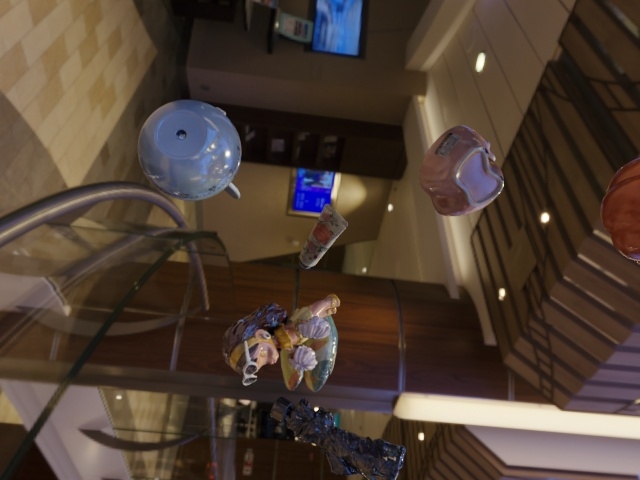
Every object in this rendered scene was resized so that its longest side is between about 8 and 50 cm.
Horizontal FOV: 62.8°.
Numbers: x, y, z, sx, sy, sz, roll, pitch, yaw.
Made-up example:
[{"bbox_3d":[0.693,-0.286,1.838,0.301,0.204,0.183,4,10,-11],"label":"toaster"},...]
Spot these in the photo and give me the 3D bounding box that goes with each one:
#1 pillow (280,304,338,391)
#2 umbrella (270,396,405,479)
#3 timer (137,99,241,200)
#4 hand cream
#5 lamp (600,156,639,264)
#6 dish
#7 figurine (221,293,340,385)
[{"bbox_3d":[-0.031,0.271,1.321,0.233,0.086,0.214,-18,-115,55],"label":"pillow"},{"bbox_3d":[0.020,0.320,0.832,0.080,0.224,0.071,-48,156,-47],"label":"umbrella"},{"bbox_3d":[-0.196,-0.149,0.876,0.255,0.175,0.175,-43,141,-76],"label":"timer"},{"bbox_3d":[0.000,0.000,1.379,0.050,0.080,0.234,-36,165,-40],"label":"hand cream"},{"bbox_3d":[0.526,-0.044,0.798,0.164,0.188,0.187,126,-30,-72],"label":"lamp"},{"bbox_3d":[0.339,-0.150,1.195,0.090,0.213,0.213,-137,-129,-65],"label":"dish"},{"bbox_3d":[-0.066,0.174,0.979,0.116,0.240,0.174,60,-26,32],"label":"figurine"}]
